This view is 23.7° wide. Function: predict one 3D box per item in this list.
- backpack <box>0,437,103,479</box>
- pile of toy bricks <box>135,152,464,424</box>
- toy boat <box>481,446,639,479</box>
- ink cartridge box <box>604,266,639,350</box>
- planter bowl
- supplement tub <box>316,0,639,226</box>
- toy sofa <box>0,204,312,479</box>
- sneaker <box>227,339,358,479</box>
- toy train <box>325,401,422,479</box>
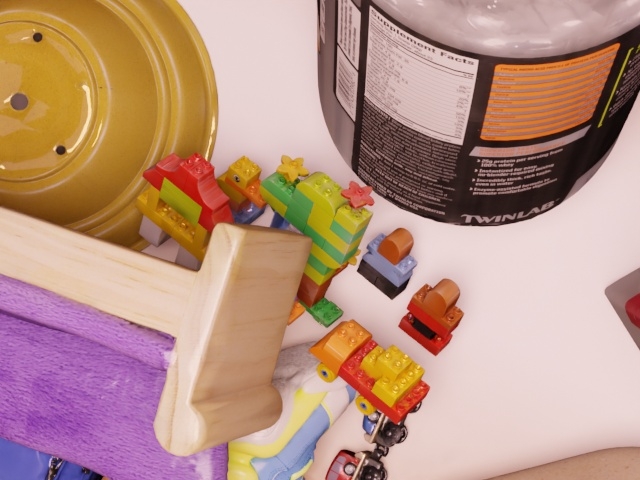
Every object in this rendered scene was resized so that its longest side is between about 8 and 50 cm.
[{"bbox_3d":[-0.168,0.107,0.968,0.098,0.101,0.120,27,92,-1],"label":"backpack"},{"bbox_3d":[0.000,0.000,0.921,0.212,0.118,0.105,38,139,15],"label":"pile of toy bricks"},{"bbox_3d":[0.156,0.227,0.920,0.231,0.151,0.151,-17,125,18],"label":"toy boat"},{"bbox_3d":[0.366,-0.001,0.810,0.384,0.279,0.160,-32,87,6],"label":"ink cartridge box"},{"bbox_3d":[-0.180,-0.085,0.973,0.217,0.090,0.217,0,90,8],"label":"planter bowl"},{"bbox_3d":[0.093,-0.145,0.809,0.193,0.316,0.194,0,70,-1],"label":"supplement tub"},{"bbox_3d":[-0.202,0.030,0.847,0.362,0.150,0.177,18,91,14],"label":"toy sofa"},{"bbox_3d":[-0.051,0.169,0.963,0.240,0.091,0.126,-36,107,-7],"label":"sneaker"},{"bbox_3d":[0.021,0.153,0.981,0.036,0.027,0.158,26,94,17],"label":"toy train"}]
